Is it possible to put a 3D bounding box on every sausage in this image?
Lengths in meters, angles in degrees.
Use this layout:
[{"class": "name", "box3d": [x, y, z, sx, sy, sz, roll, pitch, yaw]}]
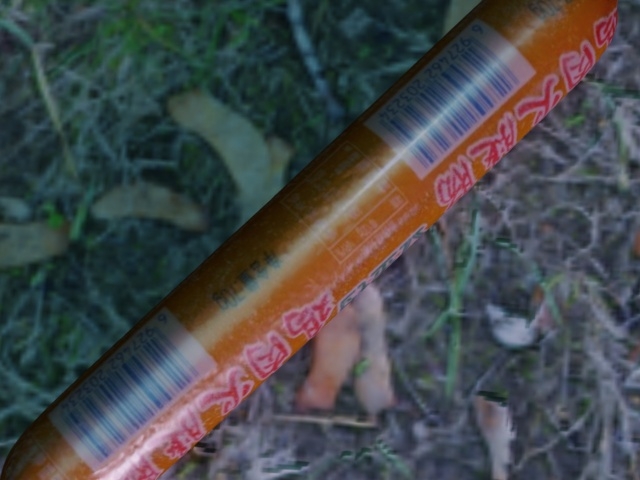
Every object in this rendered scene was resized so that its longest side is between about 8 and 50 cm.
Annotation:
[{"class": "sausage", "box3d": [0.000, 0.000, 0.733, 0.348, 0.053, 0.053, -43, 77, -6]}]
